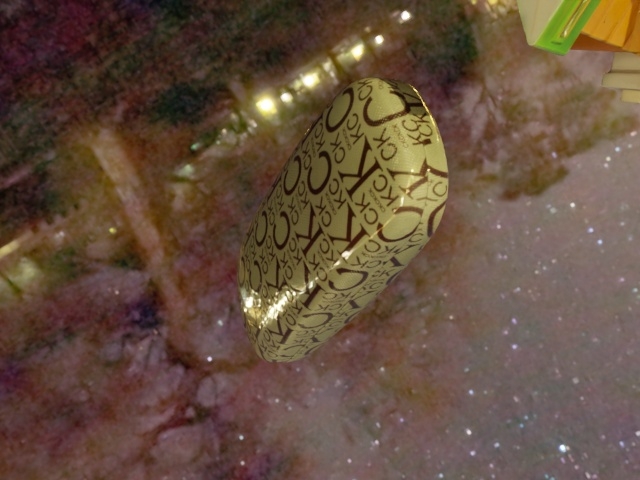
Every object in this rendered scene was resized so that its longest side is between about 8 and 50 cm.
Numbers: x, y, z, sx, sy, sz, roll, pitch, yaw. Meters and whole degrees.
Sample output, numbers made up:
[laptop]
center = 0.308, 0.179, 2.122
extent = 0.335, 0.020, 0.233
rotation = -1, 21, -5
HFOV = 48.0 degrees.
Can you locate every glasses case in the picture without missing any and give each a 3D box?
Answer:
[glasses case]
center = 0.000, 0.000, 0.639
extent = 0.085, 0.137, 0.355
rotation = -2, 153, -26

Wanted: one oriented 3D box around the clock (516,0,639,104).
[clock]
center = 0.221, -0.247, 0.451
extent = 0.235, 0.310, 0.166
rotation = -1, -167, -42
